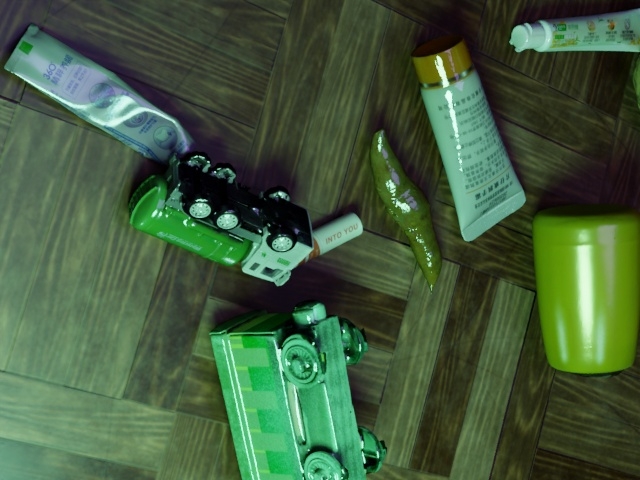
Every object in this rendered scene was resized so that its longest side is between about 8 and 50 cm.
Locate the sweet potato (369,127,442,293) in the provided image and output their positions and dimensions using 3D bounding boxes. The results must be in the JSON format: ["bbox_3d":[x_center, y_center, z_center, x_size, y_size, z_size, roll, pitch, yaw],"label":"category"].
[{"bbox_3d":[0.134,-0.045,1.790,0.067,0.067,0.274,-34,110,-26],"label":"sweet potato"}]

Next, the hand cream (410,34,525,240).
[{"bbox_3d":[0.235,-0.163,1.833,0.139,0.089,0.314,-30,111,-26],"label":"hand cream"}]

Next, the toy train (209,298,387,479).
[{"bbox_3d":[-0.029,0.230,1.625,0.120,0.202,0.301,-24,105,-52],"label":"toy train"}]

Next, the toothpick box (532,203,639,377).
[{"bbox_3d":[0.435,0.083,1.915,0.175,0.175,0.271,-8,99,-31],"label":"toothpick box"}]

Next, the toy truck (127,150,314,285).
[{"bbox_3d":[-0.134,-0.027,1.598,0.242,0.125,0.101,23,37,-29],"label":"toy truck"}]

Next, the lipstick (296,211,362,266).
[{"bbox_3d":[0.000,0.000,1.723,0.130,0.038,0.038,-27,106,-27],"label":"lipstick"}]

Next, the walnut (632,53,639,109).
[{"bbox_3d":[0.618,-0.270,2.023,0.155,0.155,0.184,-24,102,-28],"label":"walnut"}]

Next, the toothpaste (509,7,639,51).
[{"bbox_3d":[0.447,-0.348,1.973,0.314,0.058,0.056,-9,53,-34],"label":"toothpaste"}]

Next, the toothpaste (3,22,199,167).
[{"bbox_3d":[-0.270,-0.172,1.550,0.301,0.048,0.075,35,85,-25],"label":"toothpaste"}]
